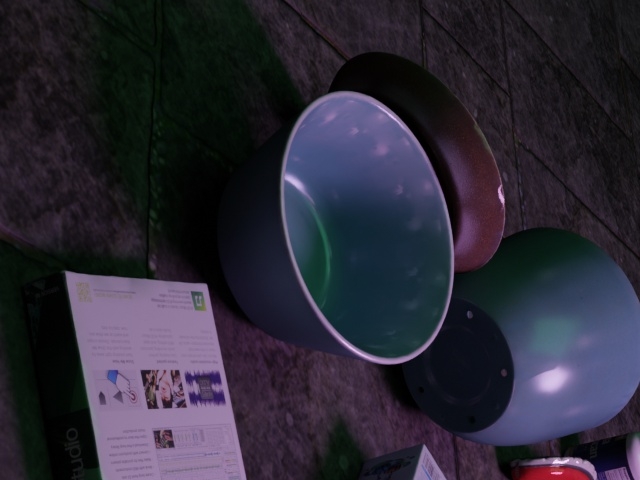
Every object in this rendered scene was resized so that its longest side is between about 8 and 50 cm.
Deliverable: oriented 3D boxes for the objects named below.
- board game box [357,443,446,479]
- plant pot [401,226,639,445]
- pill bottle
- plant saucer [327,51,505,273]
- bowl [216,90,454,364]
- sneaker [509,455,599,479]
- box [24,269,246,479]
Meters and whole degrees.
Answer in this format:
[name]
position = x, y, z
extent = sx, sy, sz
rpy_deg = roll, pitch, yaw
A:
[board game box]
position = 0.103, 0.424, 1.652
extent = 0.224, 0.097, 0.303
rpy_deg = 58, 29, -22
[plant pot]
position = 0.247, 0.143, 1.901
extent = 0.235, 0.293, 0.293
rpy_deg = -13, 85, -47
[pill bottle]
position = 0.486, 0.361, 2.291
extent = 0.094, 0.169, 0.094
rpy_deg = 39, 41, -46
[plant saucer]
position = 0.100, -0.086, 1.789
extent = 0.050, 0.311, 0.310
rpy_deg = -32, 103, -32
[bowl]
position = 0.000, 0.000, 1.625
extent = 0.311, 0.163, 0.311
rpy_deg = 21, 62, -46
[sneaker]
position = 0.377, 0.406, 2.149
extent = 0.279, 0.107, 0.118
rpy_deg = 39, 51, -42
[box]
position = -0.164, 0.194, 1.361
extent = 0.232, 0.058, 0.322
rpy_deg = 9, 64, -59
